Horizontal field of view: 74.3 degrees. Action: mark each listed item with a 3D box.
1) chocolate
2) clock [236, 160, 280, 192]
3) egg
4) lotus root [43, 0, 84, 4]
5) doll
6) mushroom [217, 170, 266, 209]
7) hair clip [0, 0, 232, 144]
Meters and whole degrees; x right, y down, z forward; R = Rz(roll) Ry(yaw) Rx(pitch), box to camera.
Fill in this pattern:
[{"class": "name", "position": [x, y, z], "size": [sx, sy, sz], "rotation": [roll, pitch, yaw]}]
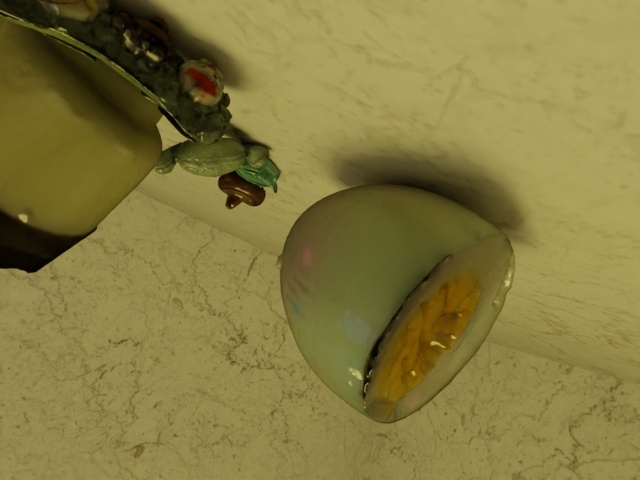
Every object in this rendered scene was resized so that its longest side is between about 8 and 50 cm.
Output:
[{"class": "chocolate", "position": [-0.410, -0.179, 0.640], "size": [0.314, 0.297, 0.326], "rotation": [49, -163, -15]}, {"class": "clock", "position": [-0.138, -0.151, 0.927], "size": [0.101, 0.041, 0.135], "rotation": [18, 169, 27]}, {"class": "egg", "position": [0.086, 0.064, 0.720], "size": [0.340, 0.354, 0.354], "rotation": [37, -179, 40]}, {"class": "lotus root", "position": [-0.231, -0.258, 0.292], "size": [0.257, 0.140, 0.154], "rotation": [29, 164, -1]}, {"class": "doll", "position": [-0.205, -0.162, 0.799], "size": [0.214, 0.071, 0.103], "rotation": [-9, -143, -15]}, {"class": "mushroom", "position": [-0.198, -0.130, 1.064], "size": [0.126, 0.085, 0.109], "rotation": [26, 135, -5]}, {"class": "hair clip", "position": [-0.244, -0.248, 0.519], "size": [0.321, 0.138, 0.091], "rotation": [28, 125, -23]}]
